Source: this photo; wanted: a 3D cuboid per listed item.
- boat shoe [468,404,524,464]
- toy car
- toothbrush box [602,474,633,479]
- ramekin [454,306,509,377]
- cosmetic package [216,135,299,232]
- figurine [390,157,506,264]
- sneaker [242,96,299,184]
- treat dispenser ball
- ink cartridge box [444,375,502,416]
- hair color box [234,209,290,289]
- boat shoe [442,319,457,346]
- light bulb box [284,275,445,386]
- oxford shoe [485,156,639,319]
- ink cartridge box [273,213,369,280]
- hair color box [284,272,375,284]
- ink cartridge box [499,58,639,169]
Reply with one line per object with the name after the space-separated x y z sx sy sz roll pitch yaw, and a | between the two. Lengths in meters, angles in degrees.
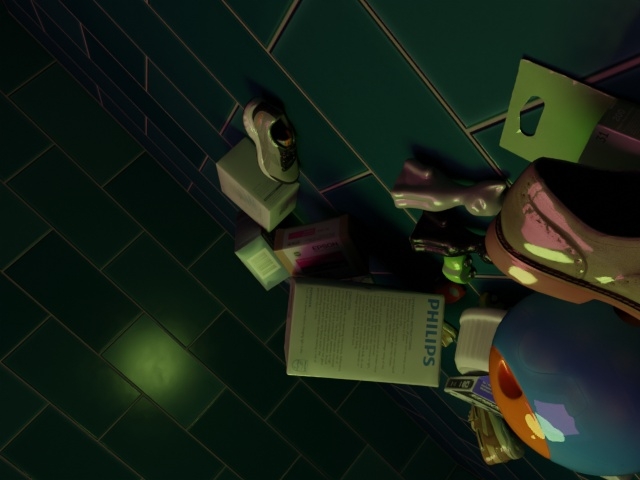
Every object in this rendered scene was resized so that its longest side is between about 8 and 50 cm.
0.488 0.514 1.404 0.123 0.116 0.324 45 -159 -12 | boat shoe
0.327 0.103 1.098 0.239 0.053 0.225 25 156 47 | toy car
0.603 0.450 1.191 0.216 0.126 0.295 46 162 -9 | toothbrush box
0.416 0.256 1.017 0.273 0.127 0.273 23 162 8 | ramekin
-0.199 -0.170 1.511 0.225 0.138 0.224 43 164 7 | cosmetic package
0.256 -0.044 0.867 0.209 0.092 0.215 17 150 41 | figurine
-0.106 -0.233 1.204 0.108 0.100 0.271 27 157 31 | sneaker
0.414 0.208 0.741 0.288 0.288 0.288 39 163 14 | treat dispenser ball
0.404 0.353 1.028 0.206 0.045 0.208 26 161 0 | ink cartridge box
-0.211 0.002 1.735 0.185 0.114 0.374 54 -173 -24 | hair color box
0.321 0.253 1.455 0.190 0.072 0.068 33 161 33 | boat shoe
0.094 0.225 1.264 0.361 0.225 0.358 6 177 -6 | light bulb box
0.379 0.016 0.470 0.397 0.140 0.146 13 147 12 | oxford shoe
0.006 0.035 1.404 0.235 0.088 0.193 -12 138 20 | ink cartridge box
0.010 0.130 1.698 0.347 0.174 0.105 29 158 42 | hair color box
0.327 -0.103 0.586 0.235 0.056 0.171 33 162 24 | ink cartridge box
